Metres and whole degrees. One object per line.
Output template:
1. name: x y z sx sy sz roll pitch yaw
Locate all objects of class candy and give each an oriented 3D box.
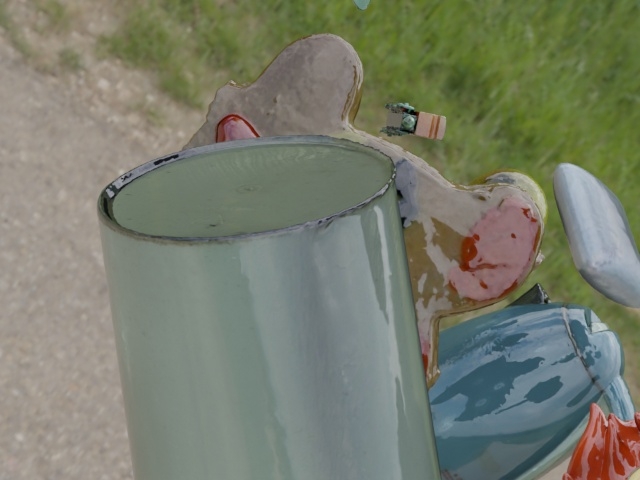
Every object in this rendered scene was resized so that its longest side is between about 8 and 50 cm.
1. candy: 0.353 -0.005 1.670 0.138 0.071 0.174 32 36 -41

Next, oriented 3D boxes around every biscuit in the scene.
1. biscuit: 0.000 0.000 1.438 0.394 0.368 0.076 41 6 10

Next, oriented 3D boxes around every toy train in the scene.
1. toy train: 0.114 -0.147 1.648 0.064 0.044 0.103 9 5 -12

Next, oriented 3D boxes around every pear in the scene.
1. pear: 0.266 -0.051 1.940 0.141 0.104 0.141 -2 49 2

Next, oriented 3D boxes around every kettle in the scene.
1. kettle: 0.276 0.244 1.818 0.247 0.342 0.320 10 53 -63

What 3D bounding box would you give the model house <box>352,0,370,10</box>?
1. model house: 0.052 -0.432 1.989 0.167 0.088 0.117 -51 132 -31

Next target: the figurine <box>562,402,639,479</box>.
1. figurine: 0.334 0.258 1.259 0.208 0.257 0.181 12 74 4

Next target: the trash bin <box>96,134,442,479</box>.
1. trash bin: -0.035 0.150 1.121 0.280 0.432 0.280 -6 22 2
